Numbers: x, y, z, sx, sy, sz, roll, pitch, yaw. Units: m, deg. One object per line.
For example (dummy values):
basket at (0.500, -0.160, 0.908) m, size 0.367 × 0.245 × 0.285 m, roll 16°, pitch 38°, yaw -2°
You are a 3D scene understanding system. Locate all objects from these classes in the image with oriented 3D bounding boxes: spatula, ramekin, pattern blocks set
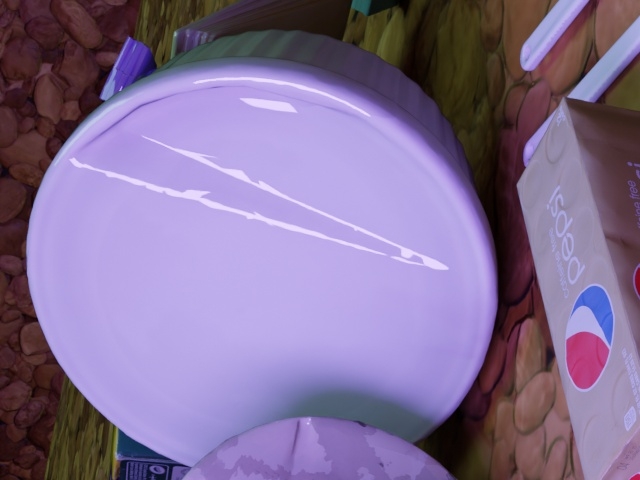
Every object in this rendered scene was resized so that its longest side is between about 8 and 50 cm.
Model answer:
spatula at (0.152, -0.151, 0.766) m, size 0.242 × 0.019 × 0.168 m, roll 125°, pitch 145°, yaw -61°
ramekin at (-0.026, 0.000, 0.884) m, size 0.127 × 0.273 × 0.273 m, roll -71°, pitch -1°, yaw -58°
pattern blocks set at (-0.049, -0.106, 1.057) m, size 0.325 × 0.026 × 0.285 m, roll -18°, pitch -48°, yaw -56°

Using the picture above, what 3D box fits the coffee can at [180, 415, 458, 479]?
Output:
coffee can at (-0.033, 0.242, 0.858) m, size 0.275 × 0.201 × 0.201 m, roll 123°, pitch 152°, yaw -57°

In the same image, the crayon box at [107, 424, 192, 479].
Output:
crayon box at (-0.139, 0.124, 1.428) m, size 0.363 × 0.106 × 0.313 m, roll 106°, pitch 167°, yaw -61°

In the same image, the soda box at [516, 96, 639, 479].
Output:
soda box at (0.134, 0.022, 0.642) m, size 0.181 × 0.058 × 0.061 m, roll -96°, pitch 21°, yaw -43°
